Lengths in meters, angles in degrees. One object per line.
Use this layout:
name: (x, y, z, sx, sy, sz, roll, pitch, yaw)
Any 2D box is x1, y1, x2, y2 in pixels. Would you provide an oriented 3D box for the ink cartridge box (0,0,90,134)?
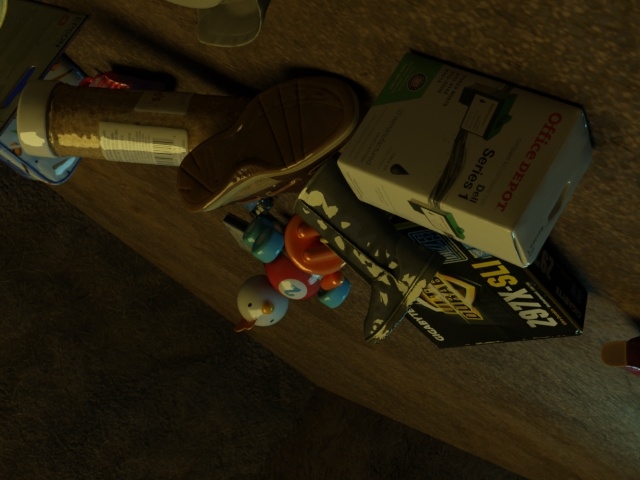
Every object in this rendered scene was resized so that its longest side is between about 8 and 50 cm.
ink cartridge box: (-0.559, -0.265, 1.737, 0.330, 0.324, 0.071, 22, 163, 39)

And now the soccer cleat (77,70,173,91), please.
soccer cleat: (-0.356, -0.252, 1.815, 0.116, 0.109, 0.318, 42, 167, -21)

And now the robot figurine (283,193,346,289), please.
robot figurine: (-0.003, 0.000, 1.814, 0.158, 0.128, 0.219, 38, 179, -3)

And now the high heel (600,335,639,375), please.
high heel: (0.523, 0.169, 1.429, 0.117, 0.082, 0.244, 7, 169, -34)

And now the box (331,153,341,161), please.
box: (0.118, -0.027, 1.626, 0.216, 0.060, 0.270, 21, 163, 36)

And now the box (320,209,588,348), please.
box: (0.199, 0.041, 1.469, 0.257, 0.079, 0.322, -12, 139, 38)

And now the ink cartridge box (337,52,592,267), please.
ink cartridge box: (0.156, -0.090, 1.093, 0.219, 0.160, 0.092, 23, 164, 30)

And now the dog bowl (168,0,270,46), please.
dog bowl: (-0.184, -0.351, 1.055, 0.348, 0.102, 0.349, 31, 167, 8)

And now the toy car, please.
toy car: (-0.101, 0.111, 2.175, 0.219, 0.238, 0.210, 35, -177, -20)

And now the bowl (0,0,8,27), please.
bowl: (-0.615, -0.432, 1.562, 0.289, 0.289, 0.156, 40, -154, -31)

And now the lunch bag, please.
lunch bag: (-0.577, -0.260, 1.979, 0.115, 0.243, 0.303, 19, 162, 45)

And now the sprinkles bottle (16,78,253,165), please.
sprinkles bottle: (-0.281, -0.177, 1.576, 0.355, 0.121, 0.121, 5, 163, 5)

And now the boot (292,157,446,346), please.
boot: (0.044, 0.018, 1.364, 0.208, 0.190, 0.076, 35, -152, 4)

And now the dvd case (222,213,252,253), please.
dvd case: (-0.113, 0.029, 2.430, 0.238, 0.030, 0.179, 29, 167, 17)

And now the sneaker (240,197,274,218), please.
sneaker: (-0.147, -0.078, 2.054, 0.084, 0.058, 0.152, 46, 157, -18)

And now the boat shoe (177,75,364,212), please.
boat shoe: (-0.054, -0.124, 1.423, 0.123, 0.123, 0.342, 5, 154, -46)
